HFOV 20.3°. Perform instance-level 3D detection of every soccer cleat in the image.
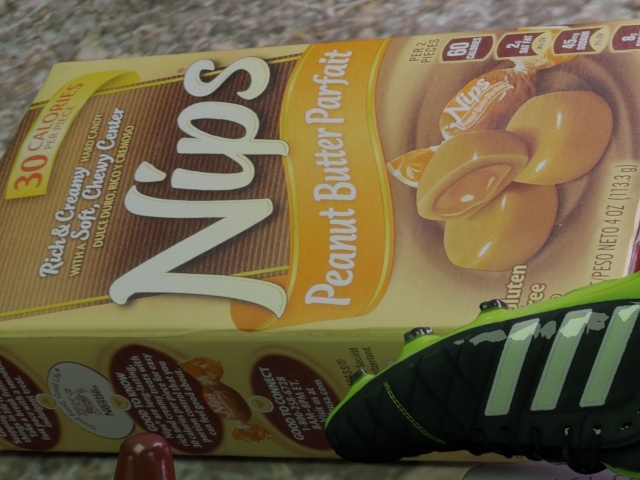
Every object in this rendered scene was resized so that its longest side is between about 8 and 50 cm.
[{"bbox_3d":[0.084,0.053,0.609,0.179,0.060,0.072,-22,70,20],"label":"soccer cleat"}]

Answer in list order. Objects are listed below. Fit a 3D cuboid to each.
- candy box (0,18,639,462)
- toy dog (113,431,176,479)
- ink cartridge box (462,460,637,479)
[{"bbox_3d":[0.000,0.000,0.780,0.316,0.088,0.183,-1,45,23],"label":"candy box"},{"bbox_3d":[-0.132,0.153,0.590,0.333,0.161,0.220,-11,3,8],"label":"toy dog"},{"bbox_3d":[0.171,0.161,0.509,0.296,0.066,0.261,-7,34,20],"label":"ink cartridge box"}]
